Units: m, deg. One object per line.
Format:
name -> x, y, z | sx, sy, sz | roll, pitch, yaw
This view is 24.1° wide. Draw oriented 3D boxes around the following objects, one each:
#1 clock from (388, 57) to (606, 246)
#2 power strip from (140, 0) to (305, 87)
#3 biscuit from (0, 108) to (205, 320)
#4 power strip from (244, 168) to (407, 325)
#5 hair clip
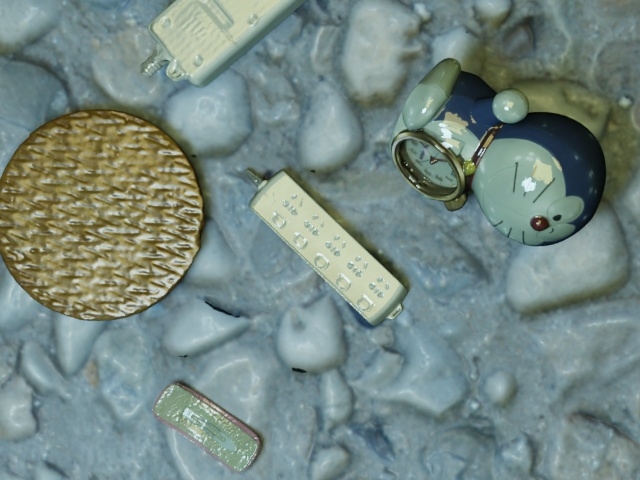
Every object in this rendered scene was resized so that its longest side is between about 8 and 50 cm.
clock -> 0.206, -0.096, 1.690 | 0.243, 0.199, 0.146 | 33, 55, 11
power strip -> -0.079, -0.301, 1.788 | 0.338, 0.058, 0.098 | -40, 83, 2
biscuit -> -0.264, -0.030, 1.802 | 0.262, 0.037, 0.262 | -1, 86, 7
power strip -> 0.000, 0.000, 1.772 | 0.252, 0.027, 0.060 | 43, 92, 8
hair clip -> -0.134, 0.221, 1.776 | 0.137, 0.022, 0.054 | 33, 91, 8
